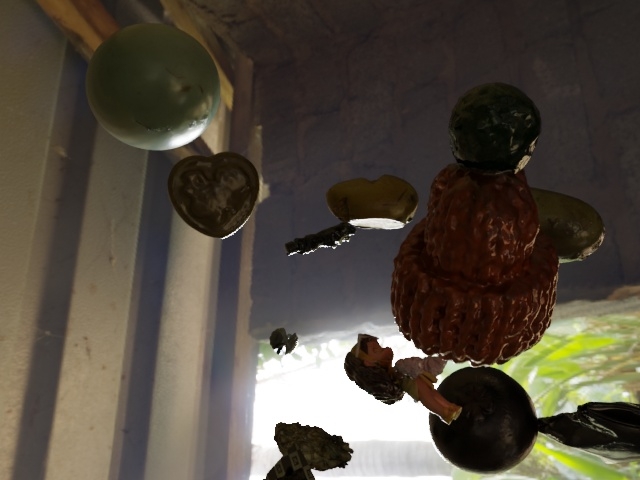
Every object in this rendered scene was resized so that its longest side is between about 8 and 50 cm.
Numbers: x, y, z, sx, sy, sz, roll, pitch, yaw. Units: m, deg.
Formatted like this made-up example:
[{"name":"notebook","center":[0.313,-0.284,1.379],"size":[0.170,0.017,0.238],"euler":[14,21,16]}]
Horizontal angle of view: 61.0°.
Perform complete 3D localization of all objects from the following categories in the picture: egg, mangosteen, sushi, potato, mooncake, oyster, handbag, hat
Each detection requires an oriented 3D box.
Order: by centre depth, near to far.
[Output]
[{"name":"hat","center":[0.265,-0.016,0.826],"size":[0.285,0.286,0.400],"euler":[-64,-14,-52]},{"name":"egg","center":[-0.278,-0.252,0.902],"size":[0.203,0.283,0.202],"euler":[-11,-72,-35]},{"name":"potato","center":[0.526,-0.037,1.328],"size":[0.210,0.308,0.173],"euler":[65,-139,-62]},{"name":"mooncake","center":[-0.275,-0.116,1.417],"size":[0.117,0.235,0.234],"euler":[-167,63,-75]},{"name":"sushi","center":[-0.066,0.664,1.426],"size":[0.043,0.279,0.192],"euler":[-3,-135,-40]},{"name":"mangosteen","center":[0.465,0.529,1.573],"size":[0.347,0.307,0.306],"euler":[65,-153,-48]},{"name":"handbag","center":[0.832,0.553,1.607],"size":[0.342,0.288,0.152],"euler":[121,163,-55]},{"name":"oyster","center":[-0.028,0.641,1.707],"size":[0.198,0.260,0.092],"euler":[-8,-75,-66]}]

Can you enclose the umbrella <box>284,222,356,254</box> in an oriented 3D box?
[{"name":"umbrella","center":[0.001,0.001,1.615],"size":[0.224,0.080,0.071],"euler":[-16,-110,-23]}]

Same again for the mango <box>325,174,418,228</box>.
[{"name":"mango","center":[0.145,-0.110,1.537],"size":[0.130,0.262,0.167],"euler":[82,-172,-56]}]

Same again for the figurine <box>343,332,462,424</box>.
[{"name":"figurine","center":[0.156,0.265,1.047],"size":[0.175,0.240,0.115],"euler":[18,-92,-59]}]

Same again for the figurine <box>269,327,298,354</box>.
[{"name":"figurine","center":[-0.126,0.360,1.911],"size":[0.086,0.082,0.094],"euler":[40,-109,-52]}]
